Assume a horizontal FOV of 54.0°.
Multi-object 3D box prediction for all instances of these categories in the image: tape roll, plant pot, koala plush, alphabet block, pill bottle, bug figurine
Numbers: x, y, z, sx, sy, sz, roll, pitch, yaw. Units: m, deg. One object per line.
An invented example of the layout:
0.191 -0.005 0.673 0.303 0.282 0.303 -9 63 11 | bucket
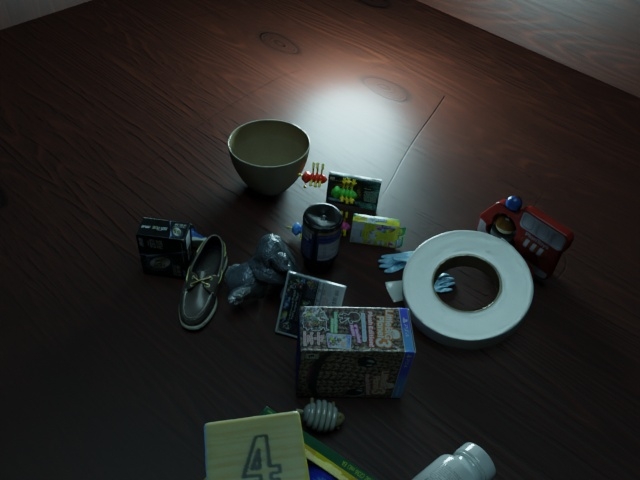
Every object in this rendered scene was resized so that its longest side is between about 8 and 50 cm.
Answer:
0.444 0.142 1.912 0.392 0.072 0.391 -4 55 5 | tape roll
-0.180 -0.272 2.232 0.284 0.190 0.284 1 44 -1 | plant pot
-0.189 0.102 1.889 0.221 0.203 0.196 -26 32 4 | koala plush
-0.128 0.485 1.273 0.197 0.192 0.193 -4 47 -9 | alphabet block
0.301 0.585 1.485 0.229 0.131 0.131 -28 54 -28 | pill bottle
0.000 0.000 1.966 0.123 0.219 0.122 3 46 -3 | pill bottle
0.010 -0.117 2.138 0.216 0.072 0.278 11 75 -1 | bug figurine

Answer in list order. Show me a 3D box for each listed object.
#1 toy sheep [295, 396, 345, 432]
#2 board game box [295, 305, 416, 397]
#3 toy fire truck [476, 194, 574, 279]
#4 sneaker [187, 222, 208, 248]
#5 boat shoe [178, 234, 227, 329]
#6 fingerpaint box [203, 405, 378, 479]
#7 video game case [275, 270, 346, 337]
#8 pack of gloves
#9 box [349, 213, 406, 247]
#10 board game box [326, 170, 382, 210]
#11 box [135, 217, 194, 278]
-0.001 0.451 1.621 0.132 0.091 0.091 9 45 -5 | toy sheep
0.083 0.301 1.672 0.291 0.232 0.141 1 47 -4 | board game box
0.648 -0.016 2.022 0.169 0.253 0.302 -29 55 -29 | toy fire truck
-0.411 -0.019 2.056 0.152 0.058 0.084 2 54 5 | sneaker
-0.355 0.120 1.899 0.117 0.096 0.324 10 46 3 | boat shoe
-0.057 0.643 1.370 0.445 0.163 0.371 28 50 21 | fingerpaint box
-0.030 0.198 1.806 0.173 0.190 0.022 15 14 8 | video game case
0.312 0.095 2.028 0.232 0.046 0.195 -9 46 -14 | pack of gloves
0.192 -0.031 2.096 0.179 0.105 0.043 10 46 3 | box
0.115 -0.174 2.214 0.186 0.126 0.026 11 44 4 | board game box
-0.471 0.026 1.920 0.148 0.180 0.077 8 46 2 | box
